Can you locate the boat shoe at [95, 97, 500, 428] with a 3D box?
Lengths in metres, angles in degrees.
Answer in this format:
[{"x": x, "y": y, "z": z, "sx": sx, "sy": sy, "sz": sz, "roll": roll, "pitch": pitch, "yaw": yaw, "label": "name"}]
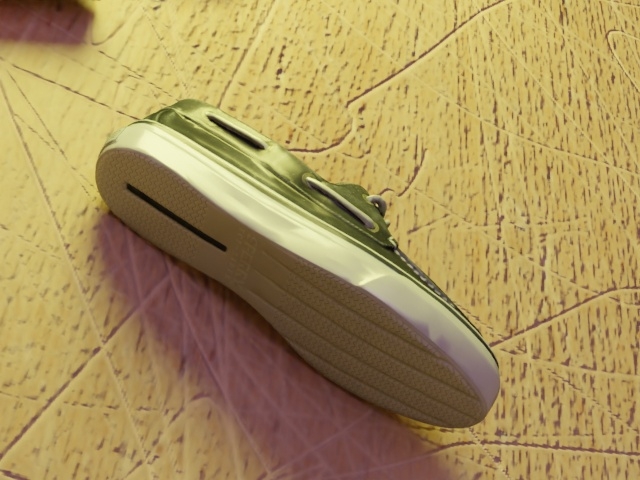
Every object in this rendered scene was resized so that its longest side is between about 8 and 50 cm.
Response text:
[{"x": 0.000, "y": 0.000, "z": 0.796, "sx": 0.335, "sy": 0.121, "sz": 0.119, "roll": 37, "pitch": 52, "yaw": 3, "label": "boat shoe"}]
